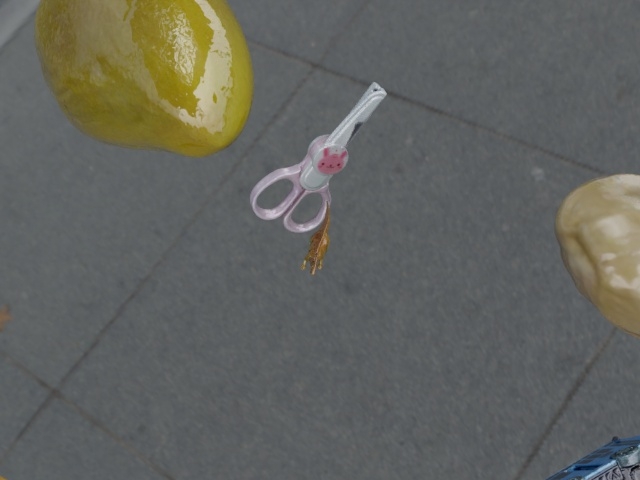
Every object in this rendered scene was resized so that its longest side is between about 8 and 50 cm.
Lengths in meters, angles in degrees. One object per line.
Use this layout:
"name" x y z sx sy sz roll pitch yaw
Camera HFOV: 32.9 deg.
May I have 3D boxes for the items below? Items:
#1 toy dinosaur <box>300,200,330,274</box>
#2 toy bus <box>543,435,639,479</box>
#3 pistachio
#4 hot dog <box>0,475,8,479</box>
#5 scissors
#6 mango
"toy dinosaur" -0.002 0.003 1.310 0.026 0.041 0.113 17 47 -2
"toy bus" 0.322 0.296 1.251 0.184 0.106 0.090 -21 85 -26
"pistachio" 0.404 0.030 1.280 0.293 0.162 0.182 25 78 -9
"hot dog" -0.345 0.370 1.177 0.104 0.250 0.076 -26 21 -27
"scissors" 0.006 -0.113 1.460 0.242 0.118 0.030 -51 39 22
"mango" -0.170 -0.184 1.023 0.331 0.142 0.195 14 106 52
